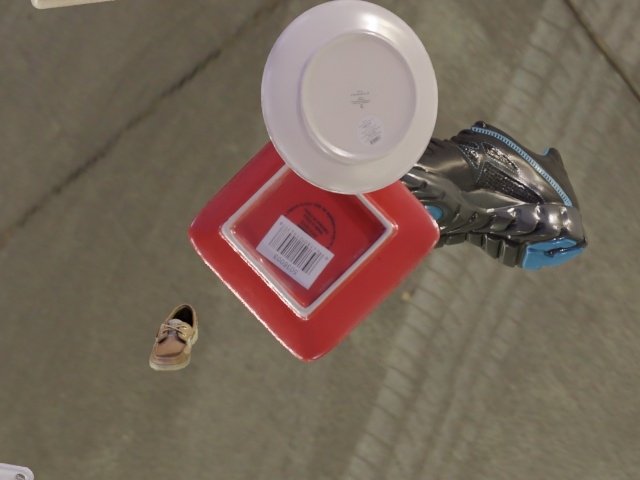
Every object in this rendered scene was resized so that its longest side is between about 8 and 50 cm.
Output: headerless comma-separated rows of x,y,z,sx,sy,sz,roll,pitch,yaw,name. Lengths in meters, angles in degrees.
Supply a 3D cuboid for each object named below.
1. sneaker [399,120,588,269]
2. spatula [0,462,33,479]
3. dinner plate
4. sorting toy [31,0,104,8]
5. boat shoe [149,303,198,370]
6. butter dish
0.143,-0.065,1.698,0.125,0.341,0.139,-37,48,46,sneaker
-0.360,0.233,1.307,0.242,0.019,0.168,9,114,9,spatula
0.025,-0.104,1.100,0.017,0.141,0.141,8,77,66,dinner plate
-0.197,-0.388,1.583,0.257,0.089,0.255,-11,72,-19,sorting toy
-0.173,0.113,1.791,0.050,0.135,0.045,3,109,2,boat shoe
0.000,0.000,1.261,0.160,0.118,0.160,-44,77,1,butter dish
